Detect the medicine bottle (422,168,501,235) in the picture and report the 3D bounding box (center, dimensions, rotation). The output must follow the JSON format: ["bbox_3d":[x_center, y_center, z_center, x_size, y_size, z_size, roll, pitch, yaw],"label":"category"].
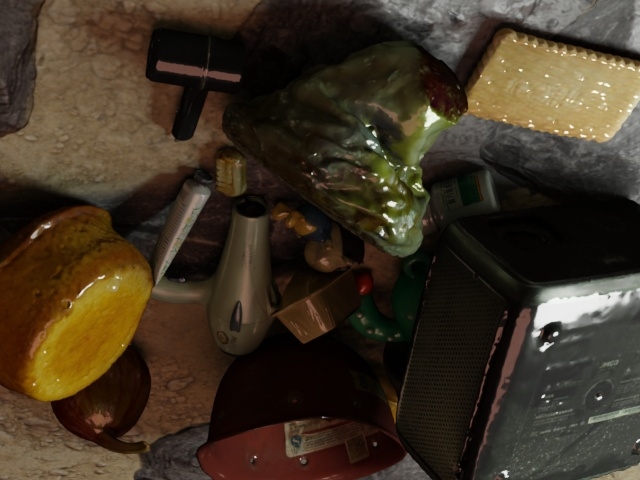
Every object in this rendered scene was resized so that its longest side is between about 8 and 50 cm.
[{"bbox_3d":[0.200,-0.054,1.927,0.130,0.080,0.080,-15,140,13],"label":"medicine bottle"}]

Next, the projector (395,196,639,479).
[{"bbox_3d":[0.349,0.173,1.939,0.395,0.242,0.405,-8,124,-31],"label":"projector"}]

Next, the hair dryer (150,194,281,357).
[{"bbox_3d":[-0.180,0.033,1.998,0.298,0.119,0.296,24,128,-14],"label":"hair dryer"}]

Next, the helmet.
[{"bbox_3d":[-0.043,0.269,2.169,0.338,0.230,0.385,-19,149,25],"label":"helmet"}]

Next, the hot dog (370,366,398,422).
[{"bbox_3d":[0.159,0.310,2.380,0.088,0.061,0.286,-28,134,21],"label":"hot dog"}]

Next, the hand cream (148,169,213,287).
[{"bbox_3d":[-0.213,-0.020,1.920,0.042,0.067,0.194,14,120,-29],"label":"hand cream"}]

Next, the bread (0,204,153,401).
[{"bbox_3d":[-0.388,0.095,1.887,0.172,0.312,0.312,35,146,22],"label":"bread"}]

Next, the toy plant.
[{"bbox_3d":[0.184,0.170,2.130,0.280,0.185,0.400,14,138,23],"label":"toy plant"}]

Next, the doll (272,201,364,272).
[{"bbox_3d":[0.000,0.000,1.972,0.179,0.102,0.089,27,92,-32],"label":"doll"}]

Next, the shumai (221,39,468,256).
[{"bbox_3d":[0.056,-0.161,1.735,0.263,0.304,0.309,-52,146,1],"label":"shumai"}]

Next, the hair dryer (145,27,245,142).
[{"bbox_3d":[-0.182,-0.197,1.735,0.124,0.071,0.219,7,148,-12],"label":"hair dryer"}]

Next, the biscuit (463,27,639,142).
[{"bbox_3d":[0.327,-0.214,1.784,0.250,0.030,0.160,9,139,-17],"label":"biscuit"}]

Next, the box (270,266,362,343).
[{"bbox_3d":[-0.005,0.090,2.023,0.111,0.177,0.111,8,109,24],"label":"box"}]

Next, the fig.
[{"bbox_3d":[-0.374,0.285,2.181,0.175,0.207,0.175,-7,151,-4],"label":"fig"}]

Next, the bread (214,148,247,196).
[{"bbox_3d":[-0.131,-0.101,1.872,0.049,0.033,0.088,7,137,8],"label":"bread"}]
